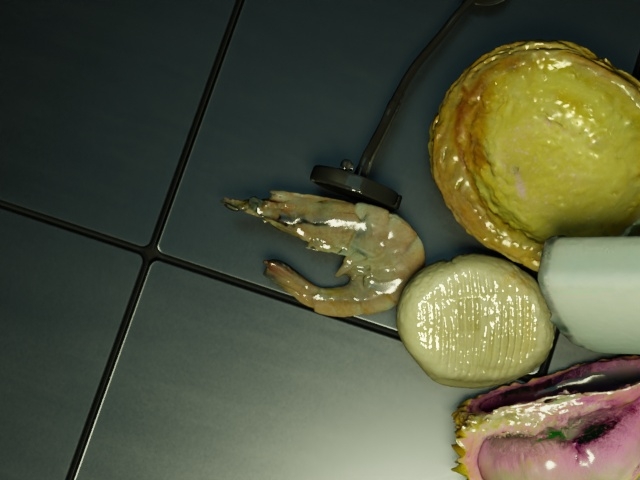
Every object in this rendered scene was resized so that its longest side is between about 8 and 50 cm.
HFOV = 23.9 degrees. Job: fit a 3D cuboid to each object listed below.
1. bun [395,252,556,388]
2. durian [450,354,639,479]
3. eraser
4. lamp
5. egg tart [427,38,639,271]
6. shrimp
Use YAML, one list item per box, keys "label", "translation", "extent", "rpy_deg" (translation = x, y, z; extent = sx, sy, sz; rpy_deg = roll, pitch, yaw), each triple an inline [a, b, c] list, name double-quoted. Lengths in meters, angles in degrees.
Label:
- label: "bun"
  translation: [0.182, 0.094, 1.787]
  extent: [0.188, 0.111, 0.164]
  rpy_deg: [-5, 97, -2]
- label: "durian"
  translation: [0.282, 0.227, 1.737]
  extent: [0.260, 0.154, 0.186]
  rpy_deg: [-2, 88, 11]
- label: "eraser"
  translation: [0.401, 0.061, 1.627]
  extent: [0.290, 0.189, 0.104]
  rpy_deg: [-1, 57, 33]
- label: "lamp"
  translation: [0.122, -0.188, 1.866]
  extent: [0.130, 0.108, 0.371]
  rpy_deg: [18, 66, 27]
- label: "egg tart"
  translation: [0.270, -0.095, 1.802]
  extent: [0.294, 0.123, 0.294]
  rpy_deg: [0, 81, 0]
- label: "shrimp"
  translation: [-0.001, 0.017, 1.826]
  extent: [0.254, 0.059, 0.145]
  rpy_deg: [8, 106, -2]
